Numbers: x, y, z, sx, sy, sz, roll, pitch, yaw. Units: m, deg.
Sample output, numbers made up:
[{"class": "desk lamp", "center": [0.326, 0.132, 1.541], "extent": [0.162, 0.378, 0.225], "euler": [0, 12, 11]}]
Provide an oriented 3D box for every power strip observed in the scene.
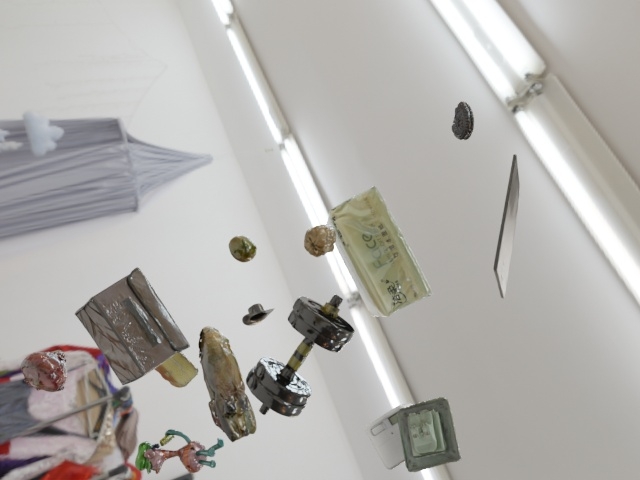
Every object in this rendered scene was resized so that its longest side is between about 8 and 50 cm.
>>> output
[{"class": "power strip", "center": [0.339, 0.623, 1.674], "extent": [0.198, 0.065, 0.213], "euler": [-29, -131, 26]}]

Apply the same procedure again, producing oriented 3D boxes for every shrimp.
[{"class": "shrimp", "center": [-0.175, 0.259, 0.895], "extent": [0.253, 0.058, 0.173], "euler": [-124, -143, -45]}]

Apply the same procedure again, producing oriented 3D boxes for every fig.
[{"class": "fig", "center": [-0.228, 0.026, 1.539], "extent": [0.098, 0.082, 0.084], "euler": [-159, -123, -71]}]

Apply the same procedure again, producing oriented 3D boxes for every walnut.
[{"class": "walnut", "center": [0.000, 0.000, 1.268], "extent": [0.083, 0.096, 0.079], "euler": [41, -66, 7]}]

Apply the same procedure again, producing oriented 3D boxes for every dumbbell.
[{"class": "dumbbell", "center": [-0.056, 0.313, 1.409], "extent": [0.388, 0.185, 0.185], "euler": [-57, -145, 4]}]

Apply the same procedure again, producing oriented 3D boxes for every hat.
[{"class": "hat", "center": [-0.221, 0.250, 1.807], "extent": [0.050, 0.121, 0.121], "euler": [65, -27, 23]}]

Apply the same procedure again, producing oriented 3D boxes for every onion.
[{"class": "onion", "center": [-1.015, 0.478, 1.925], "extent": [0.184, 0.147, 0.183], "euler": [18, -47, 20]}]

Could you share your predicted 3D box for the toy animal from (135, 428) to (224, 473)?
[{"class": "toy animal", "center": [-0.341, 0.512, 1.257], "extent": [0.100, 0.209, 0.103], "euler": [59, 27, -61]}]

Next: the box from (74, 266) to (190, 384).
[{"class": "box", "center": [-0.502, 0.232, 1.367], "extent": [0.188, 0.153, 0.252], "euler": [-31, -87, 48]}]

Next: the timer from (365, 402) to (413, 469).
[{"class": "timer", "center": [0.330, 0.808, 2.147], "extent": [0.194, 0.192, 0.195], "euler": [58, 11, 25]}]

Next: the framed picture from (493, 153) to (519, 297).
[{"class": "framed picture", "center": [0.506, -0.031, 1.388], "extent": [0.013, 0.244, 0.323], "euler": [7, -110, 27]}]

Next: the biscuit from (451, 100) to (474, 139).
[{"class": "biscuit", "center": [0.330, -0.277, 1.202], "extent": [0.089, 0.027, 0.087], "euler": [162, -82, -82]}]

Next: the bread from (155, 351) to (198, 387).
[{"class": "bread", "center": [-0.618, 0.477, 2.075], "extent": [0.239, 0.111, 0.246], "euler": [49, -27, -11]}]

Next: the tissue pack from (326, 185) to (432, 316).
[{"class": "tissue pack", "center": [0.188, 0.053, 1.803], "extent": [0.404, 0.206, 0.332], "euler": [62, -7, 6]}]
